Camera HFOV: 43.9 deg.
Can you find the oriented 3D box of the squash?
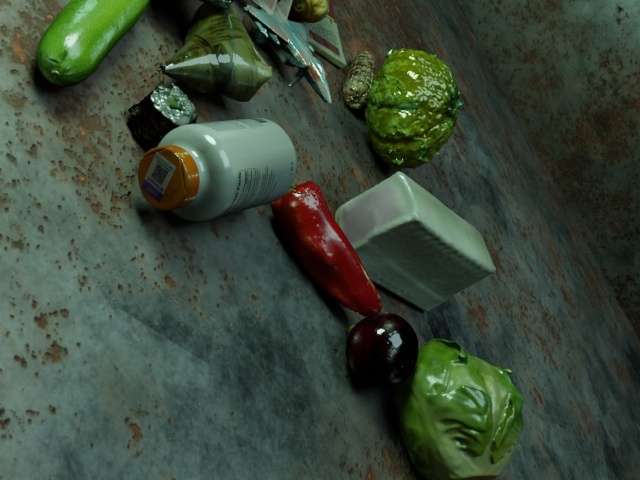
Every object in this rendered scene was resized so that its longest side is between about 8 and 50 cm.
[{"bbox_3d":[-0.356,-0.364,1.289,0.101,0.101,0.378,48,37,-24],"label":"squash"}]

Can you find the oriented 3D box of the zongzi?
[{"bbox_3d":[-0.234,-0.372,1.487,0.242,0.112,0.221,-1,55,-43],"label":"zongzi"}]

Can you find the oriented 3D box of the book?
[{"bbox_3d":[-0.008,-0.570,2.059,0.162,0.022,0.232,20,51,-46],"label":"book"}]

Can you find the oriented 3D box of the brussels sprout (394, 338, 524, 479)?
[{"bbox_3d":[0.278,0.342,1.585,0.259,0.227,0.294,10,66,-38],"label":"brussels sprout"}]

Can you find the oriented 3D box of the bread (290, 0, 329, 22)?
[{"bbox_3d":[-0.058,-0.628,1.885,0.236,0.120,0.198,53,-7,-14],"label":"bread"}]

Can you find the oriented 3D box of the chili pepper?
[{"bbox_3d":[0.000,0.000,1.537,0.387,0.110,0.110,58,30,-9],"label":"chili pepper"}]

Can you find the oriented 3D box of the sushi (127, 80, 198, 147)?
[{"bbox_3d":[-0.260,-0.204,1.324,0.098,0.084,0.094,50,31,-12],"label":"sushi"}]

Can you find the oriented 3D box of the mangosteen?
[{"bbox_3d":[0.112,0.207,1.528,0.152,0.152,0.152,37,39,-37],"label":"mangosteen"}]

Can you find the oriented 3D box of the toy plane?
[{"bbox_3d":[-0.064,-0.428,1.774,0.223,0.104,0.326,-2,65,-57],"label":"toy plane"}]

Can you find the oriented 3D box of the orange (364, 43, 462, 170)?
[{"bbox_3d":[0.232,-0.328,1.980,0.301,0.223,0.300,-51,142,-55],"label":"orange"}]

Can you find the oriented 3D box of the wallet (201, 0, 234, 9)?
[{"bbox_3d":[-0.266,-0.528,1.530,0.168,0.052,0.245,10,33,-35],"label":"wallet"}]

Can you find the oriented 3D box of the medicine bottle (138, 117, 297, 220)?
[{"bbox_3d":[-0.172,-0.119,1.319,0.289,0.157,0.157,-21,85,-59],"label":"medicine bottle"}]

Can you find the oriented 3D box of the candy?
[{"bbox_3d":[0.210,0.011,1.759,0.359,0.208,0.145,29,38,-42],"label":"candy"}]

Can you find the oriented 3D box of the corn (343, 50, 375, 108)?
[{"bbox_3d":[0.104,-0.423,2.070,0.079,0.079,0.237,47,30,-25],"label":"corn"}]
